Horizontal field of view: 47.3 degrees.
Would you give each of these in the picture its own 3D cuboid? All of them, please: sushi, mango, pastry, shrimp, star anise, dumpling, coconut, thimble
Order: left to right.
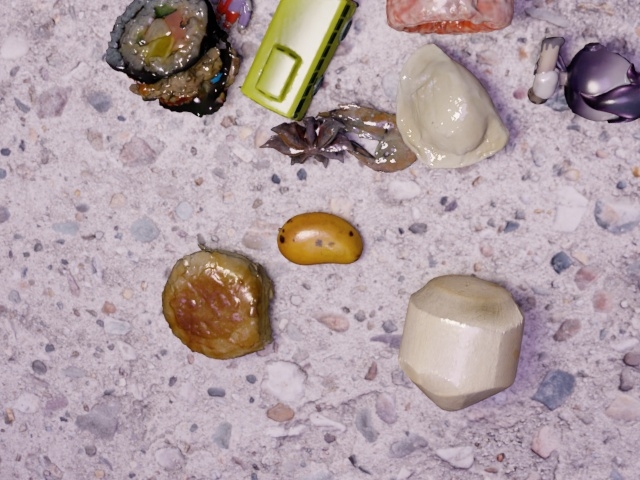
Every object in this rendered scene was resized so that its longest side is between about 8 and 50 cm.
[{"bbox_3d":[-0.277,-0.362,1.433,0.225,0.219,0.238,-48,55,-4],"label":"sushi"},{"bbox_3d":[-0.220,0.136,1.578,0.236,0.121,0.257,0,106,15],"label":"pastry"},{"bbox_3d":[-0.025,-0.199,1.439,0.181,0.204,0.061,6,71,-10],"label":"star anise"},{"bbox_3d":[-0.001,-0.003,1.514,0.178,0.090,0.115,0,113,8],"label":"mango"},{"bbox_3d":[0.094,-0.206,1.471,0.223,0.047,0.126,17,116,5],"label":"shrimp"},{"bbox_3d":[0.230,-0.244,1.390,0.179,0.131,0.252,-36,90,23],"label":"dumpling"},{"bbox_3d":[0.224,-0.451,1.279,0.239,0.239,0.162,3,100,11],"label":"thimble"},{"bbox_3d":[0.276,0.209,1.435,0.237,0.237,0.265,14,106,8],"label":"coconut"}]

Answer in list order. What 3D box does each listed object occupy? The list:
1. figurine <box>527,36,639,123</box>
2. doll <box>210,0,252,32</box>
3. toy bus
[{"bbox_3d":[0.495,-0.284,1.319,0.222,0.145,0.145,12,106,13],"label":"figurine"},{"bbox_3d":[-0.140,-0.509,1.423,0.102,0.075,0.227,43,117,9],"label":"doll"},{"bbox_3d":[-0.045,-0.364,1.401,0.128,0.150,0.262,29,108,5],"label":"toy bus"}]
